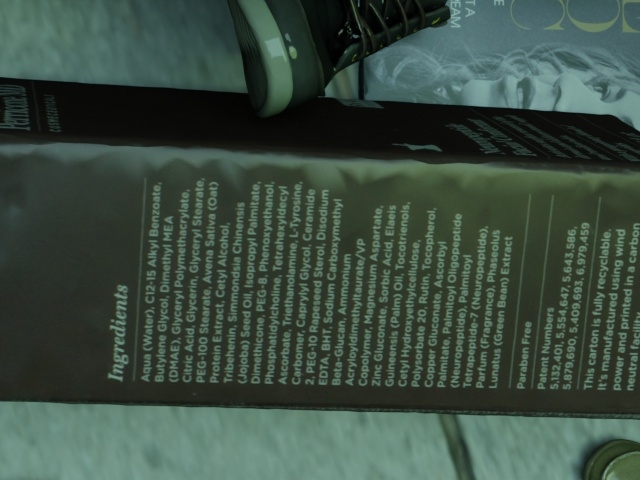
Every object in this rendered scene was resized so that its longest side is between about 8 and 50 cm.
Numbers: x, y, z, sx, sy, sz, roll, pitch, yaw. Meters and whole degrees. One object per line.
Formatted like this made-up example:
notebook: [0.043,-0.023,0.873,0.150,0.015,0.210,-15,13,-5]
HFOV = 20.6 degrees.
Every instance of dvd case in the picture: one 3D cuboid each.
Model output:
dvd case: [0.132,-0.108,1.052,0.221,0.018,0.164,0,89,-11]

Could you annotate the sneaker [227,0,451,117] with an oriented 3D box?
sneaker: [0.013,-0.126,0.917,0.118,0.222,0.083,-12,107,2]

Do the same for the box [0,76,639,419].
box: [0.000,0.000,0.929,0.382,0.191,0.143,1,103,-11]

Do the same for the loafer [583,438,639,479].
loafer: [0.222,0.171,1.051,0.148,0.050,0.056,37,83,-9]
